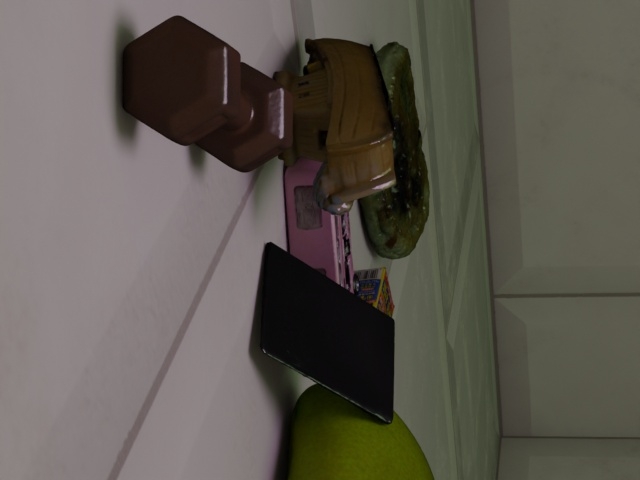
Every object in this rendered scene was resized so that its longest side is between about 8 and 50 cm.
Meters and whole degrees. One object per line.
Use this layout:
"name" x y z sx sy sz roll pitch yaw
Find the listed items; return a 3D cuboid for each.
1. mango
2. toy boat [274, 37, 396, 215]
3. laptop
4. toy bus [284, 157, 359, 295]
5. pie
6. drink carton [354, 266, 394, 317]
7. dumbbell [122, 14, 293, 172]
"mango" 0.044 0.277 1.444 0.185 0.149 0.273 32 42 -23
"toy boat" 0.008 -0.134 1.441 0.321 0.121 0.089 -99 180 -60
"laptop" 0.008 0.098 1.420 0.197 0.016 0.135 34 43 -34
"toy bus" 0.000 0.000 1.527 0.090 0.063 0.203 -34 120 -72
"pie" 0.107 -0.127 2.033 0.323 0.070 0.323 -1 90 -77
"drink carton" 0.057 0.108 1.803 0.166 0.056 0.071 -71 149 -58
"dumbbell" -0.083 -0.109 1.088 0.082 0.092 0.231 62 9 9
